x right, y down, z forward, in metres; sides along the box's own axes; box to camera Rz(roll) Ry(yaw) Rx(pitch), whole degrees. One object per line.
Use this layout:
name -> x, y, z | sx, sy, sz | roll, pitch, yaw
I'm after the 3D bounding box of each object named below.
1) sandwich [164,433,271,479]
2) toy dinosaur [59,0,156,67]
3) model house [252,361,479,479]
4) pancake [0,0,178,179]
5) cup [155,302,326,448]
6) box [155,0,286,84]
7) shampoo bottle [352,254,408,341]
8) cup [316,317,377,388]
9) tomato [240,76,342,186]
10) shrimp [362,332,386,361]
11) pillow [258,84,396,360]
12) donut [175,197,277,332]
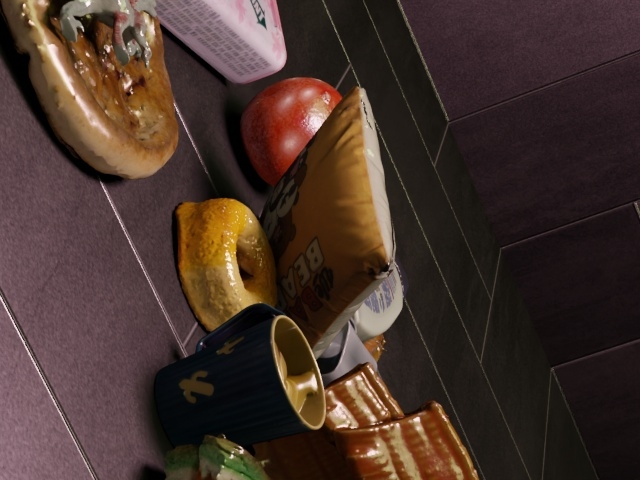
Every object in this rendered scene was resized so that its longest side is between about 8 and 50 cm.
sandwich -> -0.108, 0.308, 1.705 | 0.185, 0.109, 0.160 | 59, 40, -39
toy dinosaur -> -0.242, -0.270, 1.777 | 0.242, 0.053, 0.167 | 47, 32, -48
model house -> 0.059, 0.255, 2.021 | 0.199, 0.229, 0.219 | 67, 18, 4
pancake -> -0.268, -0.261, 1.881 | 0.382, 0.071, 0.382 | -19, 90, -73
cup -> -0.091, 0.153, 1.822 | 0.176, 0.155, 0.131 | -94, 158, -46
box -> -0.176, -0.366, 2.239 | 0.369, 0.112, 0.190 | 35, 38, -60
shampoo bottle -> 0.063, 0.083, 2.521 | 0.134, 0.078, 0.359 | 62, 16, 3
cup -> 0.015, 0.151, 2.233 | 0.129, 0.095, 0.128 | 54, 45, -52
tomato -> -0.044, -0.155, 2.352 | 0.167, 0.167, 0.167 | -20, 90, -74
shrimp -> 0.089, 0.205, 2.554 | 0.178, 0.034, 0.124 | -57, 129, -68
pillow -> 0.000, 0.000, 2.129 | 0.119, 0.310, 0.312 | 15, 47, -26
donut -> -0.112, 0.029, 2.037 | 0.190, 0.074, 0.174 | -85, 151, -54
